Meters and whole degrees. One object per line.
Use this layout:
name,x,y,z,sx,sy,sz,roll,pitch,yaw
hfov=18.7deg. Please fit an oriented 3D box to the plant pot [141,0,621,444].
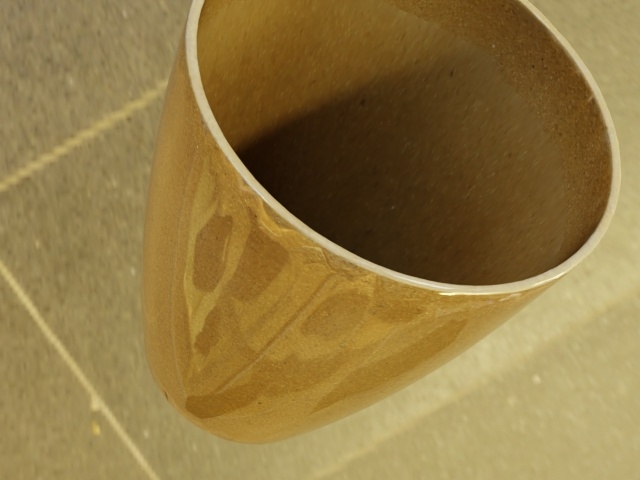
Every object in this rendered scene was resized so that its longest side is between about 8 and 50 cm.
plant pot,0.000,0.000,1.056,0.237,0.237,0.254,14,139,-16
